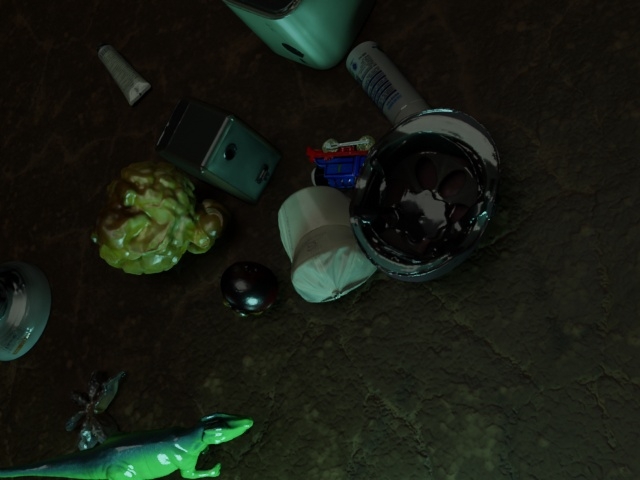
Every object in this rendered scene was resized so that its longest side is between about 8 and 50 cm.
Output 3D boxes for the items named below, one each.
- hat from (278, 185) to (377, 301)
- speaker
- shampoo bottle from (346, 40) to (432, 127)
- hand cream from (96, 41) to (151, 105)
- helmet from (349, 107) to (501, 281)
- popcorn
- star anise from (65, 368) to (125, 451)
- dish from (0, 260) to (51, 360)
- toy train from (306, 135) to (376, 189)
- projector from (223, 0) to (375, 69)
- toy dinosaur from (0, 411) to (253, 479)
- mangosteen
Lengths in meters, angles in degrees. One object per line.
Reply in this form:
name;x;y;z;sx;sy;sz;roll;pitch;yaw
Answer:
hat;0.000;0.000;1.523;0.219;0.164;0.226;-28;98;16
speaker;-0.232;-0.204;1.657;0.192;0.231;0.153;26;87;30
shampoo bottle;0.169;-0.310;1.574;0.092;0.092;0.303;-40;61;10
hand cream;-0.556;-0.473;2.011;0.080;0.050;0.234;-43;65;7
helmet;0.208;-0.070;1.418;0.271;0.197;0.338;21;78;16
popcorn;-0.378;-0.056;1.702;0.332;0.225;0.265;-6;85;2
star anise;-0.550;0.410;1.718;0.172;0.063;0.208;-7;72;26
dish;-0.863;0.173;1.907;0.273;0.134;0.273;-8;70;23
toy train;0.072;-0.157;1.580;0.204;0.083;0.131;0;77;27
projector;-0.051;-0.579;1.676;0.248;0.249;0.248;29;89;30
toy dinosaur;-0.427;0.436;1.459;0.374;0.500;0.144;-48;43;46
mangosteen;-0.161;0.115;1.598;0.140;0.140;0.140;-8;71;24
